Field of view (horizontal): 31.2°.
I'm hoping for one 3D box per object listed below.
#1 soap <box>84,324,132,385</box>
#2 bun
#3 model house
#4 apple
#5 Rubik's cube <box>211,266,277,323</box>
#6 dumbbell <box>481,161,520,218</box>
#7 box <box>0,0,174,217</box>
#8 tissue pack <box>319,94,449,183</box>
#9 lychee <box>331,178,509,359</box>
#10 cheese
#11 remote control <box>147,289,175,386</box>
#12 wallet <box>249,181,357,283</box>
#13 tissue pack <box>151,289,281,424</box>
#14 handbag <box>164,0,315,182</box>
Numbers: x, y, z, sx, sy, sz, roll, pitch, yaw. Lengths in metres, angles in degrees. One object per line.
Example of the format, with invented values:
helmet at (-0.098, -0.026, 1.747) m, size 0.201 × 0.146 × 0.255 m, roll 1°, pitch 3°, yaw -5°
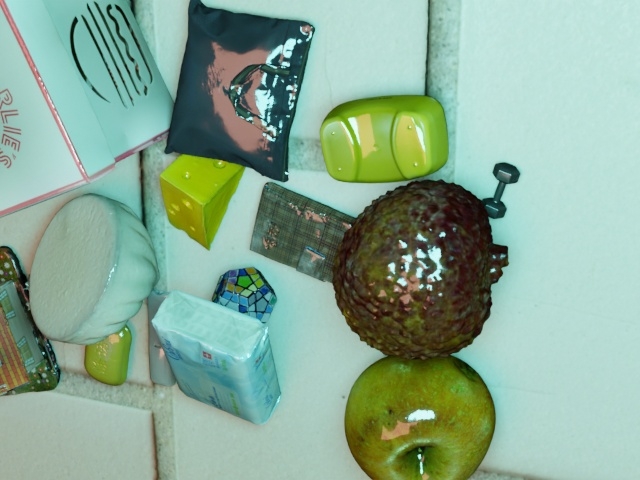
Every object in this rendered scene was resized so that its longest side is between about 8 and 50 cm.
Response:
soap at (-0.386, 0.201, 2.073) m, size 0.089 × 0.045 × 0.140 m, roll 18°, pitch 116°, yaw 13°
bun at (-0.359, 0.060, 1.945) m, size 0.263 × 0.175 × 0.263 m, roll -19°, pitch 63°, yaw 42°
model house at (-0.635, 0.181, 2.115) m, size 0.207 × 0.154 × 0.293 m, roll -10°, pitch 106°, yaw 26°
apple at (0.153, 0.276, 1.788) m, size 0.237 × 0.207 × 0.236 m, roll 3°, pitch 122°, yaw 5°
Rubik's cube at (-0.126, 0.095, 1.886) m, size 0.093 × 0.111 × 0.111 m, roll 15°, pitch 118°, yaw 46°
dumbbell at (0.263, -0.072, 1.679) m, size 0.040 × 0.036 × 0.083 m, roll 23°, pitch 118°, yaw 12°
box at (-0.455, -0.229, 1.785) m, size 0.312 × 0.300 × 0.314 m, roll -18°, pitch 103°, yaw 29°
tissue pack at (0.098, -0.150, 1.668) m, size 0.178 × 0.127 × 0.123 m, roll -2°, pitch 107°, yaw 25°
lychee at (0.141, 0.038, 1.647) m, size 0.261 × 0.260 × 0.260 m, roll 9°, pitch 113°, yaw 21°
cheese at (-0.202, -0.062, 1.877) m, size 0.093 × 0.126 × 0.171 m, roll 31°, pitch 140°, yaw 12°
remote control at (-0.284, 0.176, 2.028) m, size 0.050 × 0.027 × 0.184 m, roll 9°, pitch 112°, yaw 20°
wallet at (0.000, 0.000, 1.822) m, size 0.230 × 0.042 × 0.124 m, roll 22°, pitch 114°, yaw 14°
tissue pack at (-0.166, 0.199, 1.879) m, size 0.177 × 0.089 × 0.263 m, roll 20°, pitch 150°, yaw 15°
handbag at (-0.125, -0.229, 1.759) m, size 0.211 × 0.089 × 0.254 m, roll 16°, pitch 106°, yaw 13°
